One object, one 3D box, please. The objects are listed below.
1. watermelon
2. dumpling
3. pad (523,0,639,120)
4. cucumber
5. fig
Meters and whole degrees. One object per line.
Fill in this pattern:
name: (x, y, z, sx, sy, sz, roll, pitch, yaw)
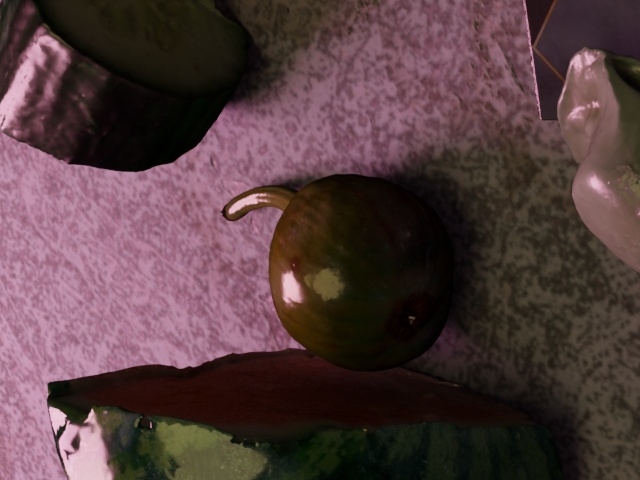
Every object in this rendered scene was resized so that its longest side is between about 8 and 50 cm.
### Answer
watermelon: (0.017, 0.175, 1.356, 0.222, 0.292, 0.319, -40, 71, 47)
dumpling: (0.215, -0.021, 1.204, 0.219, 0.108, 0.152, 54, 133, 12)
pad: (0.229, -0.154, 1.208, 0.243, 0.004, 0.164, 3, 110, 40)
cucumber: (-0.160, -0.148, 1.435, 0.191, 0.191, 0.130, 50, 141, 13)
fig: (0.000, 0.000, 1.417, 0.245, 0.149, 0.149, 39, 132, 48)
